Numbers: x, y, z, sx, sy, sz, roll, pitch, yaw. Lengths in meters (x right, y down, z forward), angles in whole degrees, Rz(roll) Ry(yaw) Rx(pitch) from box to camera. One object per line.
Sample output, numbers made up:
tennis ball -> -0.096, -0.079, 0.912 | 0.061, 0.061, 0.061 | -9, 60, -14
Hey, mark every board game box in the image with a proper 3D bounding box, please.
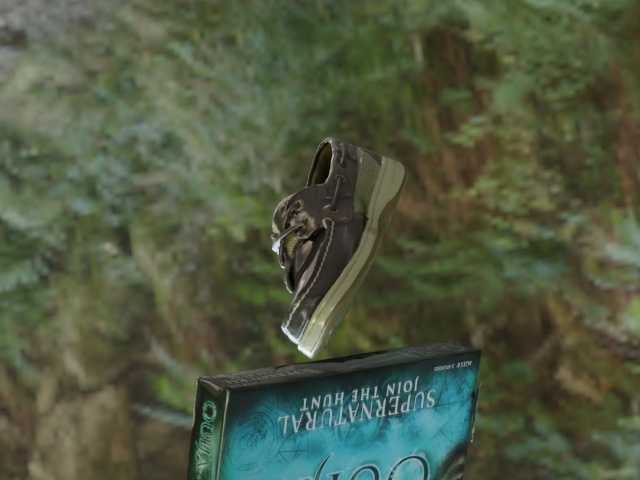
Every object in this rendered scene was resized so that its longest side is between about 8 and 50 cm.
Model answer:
board game box -> 0.008, 0.123, 0.918 | 0.186, 0.126, 0.026 | -5, -163, -43

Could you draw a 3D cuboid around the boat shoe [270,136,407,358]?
boat shoe -> 0.001, -0.001, 1.178 | 0.073, 0.080, 0.223 | 28, -147, -2
